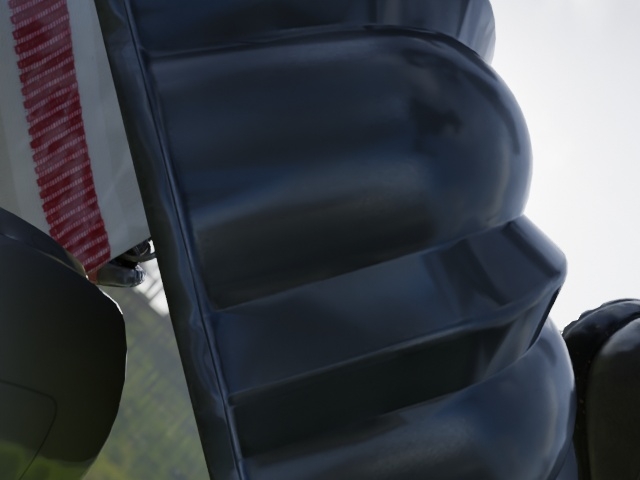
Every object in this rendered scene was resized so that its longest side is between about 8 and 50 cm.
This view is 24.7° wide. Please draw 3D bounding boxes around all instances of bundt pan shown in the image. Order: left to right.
[{"bbox_3d":[0.000,0.000,0.536,0.331,0.124,0.331,166,-90,-83],"label":"bundt pan"}]

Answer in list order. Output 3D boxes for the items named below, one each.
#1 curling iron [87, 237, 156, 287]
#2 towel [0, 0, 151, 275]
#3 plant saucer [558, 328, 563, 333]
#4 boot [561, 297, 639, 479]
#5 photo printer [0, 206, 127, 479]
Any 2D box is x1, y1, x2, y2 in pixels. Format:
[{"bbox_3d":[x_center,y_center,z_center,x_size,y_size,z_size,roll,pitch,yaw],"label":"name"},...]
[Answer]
[{"bbox_3d":[-0.232,-0.008,0.899,0.274,0.035,0.068,9,14,3],"label":"curling iron"},{"bbox_3d":[-0.120,-0.080,0.737,0.037,0.329,0.237,28,-43,32],"label":"towel"},{"bbox_3d":[0.228,0.166,1.336,0.310,0.050,0.310,19,-30,11],"label":"plant saucer"},{"bbox_3d":[0.211,0.202,0.715,0.222,0.118,0.338,-151,-139,-69],"label":"boot"},{"bbox_3d":[-0.219,0.104,0.481,0.107,0.307,0.256,45,19,32],"label":"photo printer"}]
